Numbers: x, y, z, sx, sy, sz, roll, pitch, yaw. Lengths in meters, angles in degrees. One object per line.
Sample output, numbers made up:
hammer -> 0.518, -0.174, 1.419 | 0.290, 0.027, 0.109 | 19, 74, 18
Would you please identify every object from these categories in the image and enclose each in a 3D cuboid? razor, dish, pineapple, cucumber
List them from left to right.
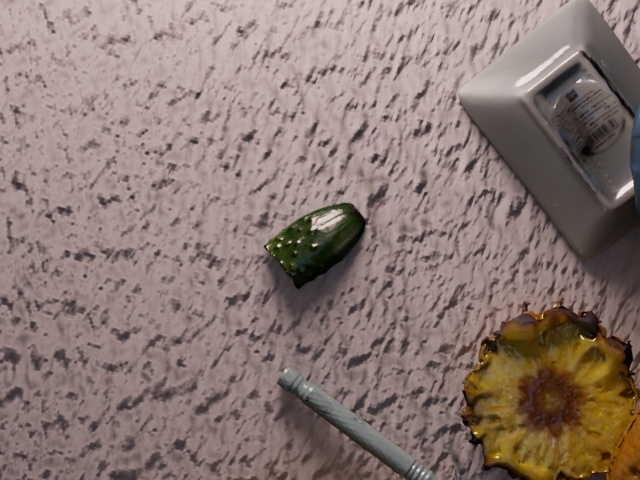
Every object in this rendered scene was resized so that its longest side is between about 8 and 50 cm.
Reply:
cucumber -> 0.000, 0.000, 1.581 | 0.107, 0.035, 0.067 | -37, 95, -1
razor -> 0.052, 0.213, 1.585 | 0.232, 0.106, 0.068 | 37, 92, 3
pineapple -> 0.248, 0.170, 1.590 | 0.224, 0.076, 0.225 | 0, 94, -7
dish -> 0.291, -0.120, 1.566 | 0.182, 0.080, 0.243 | -38, 95, 1

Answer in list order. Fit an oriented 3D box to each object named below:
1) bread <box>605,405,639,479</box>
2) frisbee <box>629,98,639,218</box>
bread -> 0.402, 0.224, 1.534 | 0.139, 0.240, 0.240 | 31, 93, 33
frisbee -> 0.428, -0.090, 1.555 | 0.289, 0.049, 0.290 | -3, 95, -33
